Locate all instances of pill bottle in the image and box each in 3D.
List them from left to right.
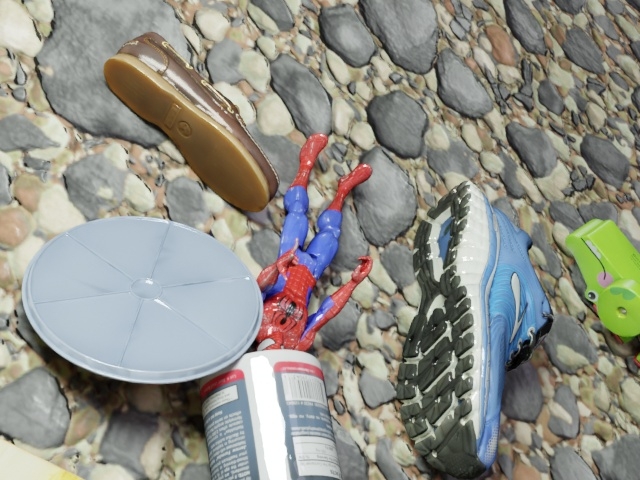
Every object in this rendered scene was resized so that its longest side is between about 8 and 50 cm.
[{"bbox_3d":[-0.037,0.191,0.967,0.108,0.108,0.180,9,58,-34],"label":"pill bottle"}]

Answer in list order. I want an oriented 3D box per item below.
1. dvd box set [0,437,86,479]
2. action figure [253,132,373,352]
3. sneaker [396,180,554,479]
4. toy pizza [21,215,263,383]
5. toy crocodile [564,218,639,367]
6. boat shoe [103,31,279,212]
[{"bbox_3d":[-0.263,0.238,0.665,0.421,0.062,0.307,22,45,11],"label":"dvd box set"},{"bbox_3d":[0.000,0.000,1.104,0.091,0.139,0.280,32,50,-16],"label":"action figure"},{"bbox_3d":[0.173,0.092,1.179,0.147,0.130,0.330,27,49,-18],"label":"sneaker"},{"bbox_3d":[-0.149,0.052,0.989,0.201,0.032,0.201,9,38,-7],"label":"toy pizza"},{"bbox_3d":[0.407,0.119,1.371,0.340,0.105,0.115,50,45,6],"label":"toy crocodile"},{"bbox_3d":[-0.112,-0.119,1.132,0.207,0.073,0.073,46,47,-4],"label":"boat shoe"}]
